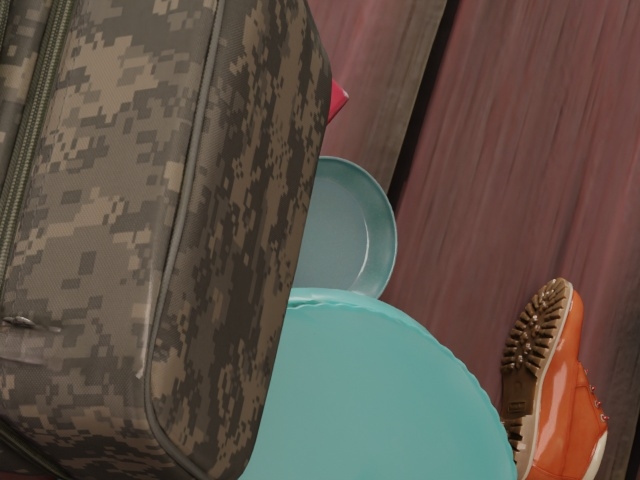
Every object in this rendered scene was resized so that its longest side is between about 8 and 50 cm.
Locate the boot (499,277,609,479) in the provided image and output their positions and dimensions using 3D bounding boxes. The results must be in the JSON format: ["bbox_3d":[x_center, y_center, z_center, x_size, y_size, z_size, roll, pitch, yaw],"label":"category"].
[{"bbox_3d":[0.178,0.110,1.176,0.084,0.059,0.158,17,81,-20],"label":"boot"}]

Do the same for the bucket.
[{"bbox_3d":[-0.019,0.168,1.014,0.281,0.183,0.281,5,77,-20],"label":"bucket"}]

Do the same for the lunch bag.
[{"bbox_3d":[-0.154,-0.022,0.850,0.256,0.212,0.305,6,73,16],"label":"lunch bag"}]

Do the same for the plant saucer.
[{"bbox_3d":[0.000,0.000,1.135,0.119,0.021,0.119,0,90,-31],"label":"plant saucer"}]

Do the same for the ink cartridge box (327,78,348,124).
[{"bbox_3d":[-0.167,-0.056,1.034,0.226,0.131,0.306,45,66,-7],"label":"ink cartridge box"}]
